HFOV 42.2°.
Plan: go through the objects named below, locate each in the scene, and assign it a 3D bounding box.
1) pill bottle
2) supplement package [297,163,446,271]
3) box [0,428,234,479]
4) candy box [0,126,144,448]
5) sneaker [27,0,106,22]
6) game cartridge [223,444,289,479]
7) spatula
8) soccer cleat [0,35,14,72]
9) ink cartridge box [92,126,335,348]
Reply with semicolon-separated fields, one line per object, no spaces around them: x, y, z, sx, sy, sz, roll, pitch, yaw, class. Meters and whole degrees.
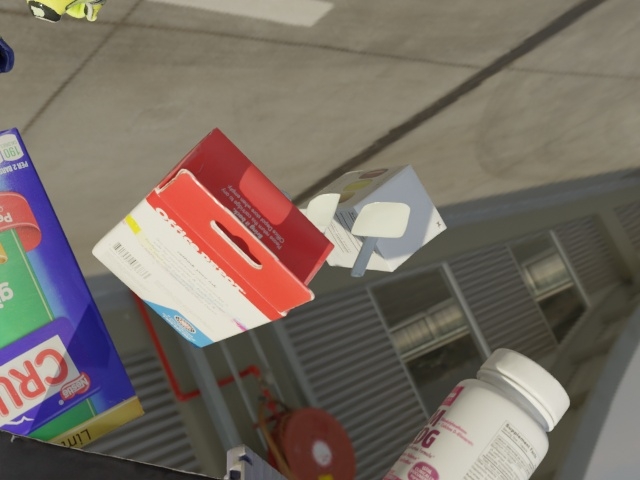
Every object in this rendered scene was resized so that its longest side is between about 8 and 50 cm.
0.225;0.304;1.199;0.283;0.160;0.160;-47;177;-18;pill bottle
0.085;-0.040;1.486;0.139;0.134;0.244;-37;-165;-20;supplement package
-0.160;0.328;0.697;0.294;0.183;0.296;12;138;3;box
-0.363;0.087;0.789;0.268;0.317;0.122;-25;-175;-34;candy box
-0.400;-0.458;1.404;0.385;0.145;0.147;-52;159;-68;sneaker
-0.110;0.614;1.651;0.068;0.355;0.230;-22;131;15;game cartridge
0.000;0.000;0.925;0.168;0.019;0.242;3;157;-4;spatula
-0.455;-0.189;0.887;0.289;0.121;0.093;-43;162;-54;soccer cleat
-0.084;0.002;0.667;0.078;0.134;0.231;-52;-166;-31;ink cartridge box
